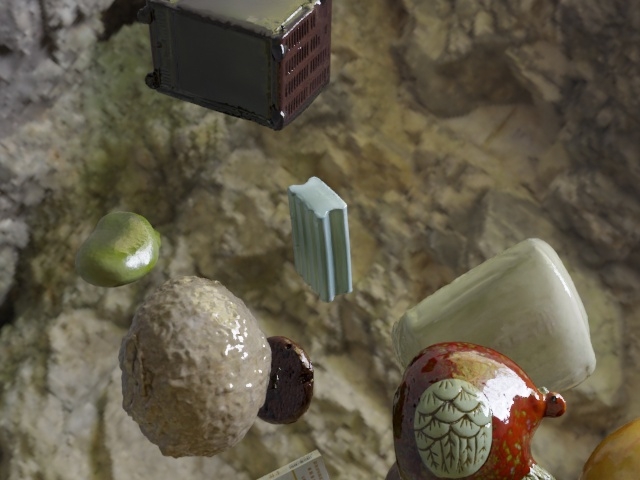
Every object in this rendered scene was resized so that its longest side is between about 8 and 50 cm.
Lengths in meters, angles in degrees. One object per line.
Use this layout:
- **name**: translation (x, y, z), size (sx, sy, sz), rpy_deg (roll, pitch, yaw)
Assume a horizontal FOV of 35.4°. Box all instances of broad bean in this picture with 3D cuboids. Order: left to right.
- **broad bean**: translation (-0.323, 0.018, 1.620), size (0.174, 0.124, 0.082), rpy_deg (-87, -178, -55)

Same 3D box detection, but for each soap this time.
- **soap**: translation (0.000, 0.000, 1.806), size (0.066, 0.119, 0.198), rpy_deg (-22, 131, -20)

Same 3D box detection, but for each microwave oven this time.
- **microwave oven**: translation (-0.122, -0.293, 1.524), size (0.178, 0.247, 0.188), rpy_deg (-49, 153, -44)

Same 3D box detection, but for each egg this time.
- **egg**: translation (-0.217, 0.215, 1.729), size (0.279, 0.279, 0.310), rpy_deg (124, -38, -68)

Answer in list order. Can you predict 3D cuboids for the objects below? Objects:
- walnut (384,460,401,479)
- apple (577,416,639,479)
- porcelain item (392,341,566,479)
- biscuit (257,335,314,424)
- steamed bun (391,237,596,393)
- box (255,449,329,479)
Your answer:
- **walnut**: translation (0.234, 0.512, 1.888), size (0.273, 0.227, 0.273), rpy_deg (-23, -139, 22)
- **apple**: translation (0.478, 0.365, 1.284), size (0.275, 0.299, 0.299), rpy_deg (-11, 160, -22)
- **porcelain item**: translation (0.219, 0.255, 1.358), size (0.253, 0.253, 0.253), rpy_deg (-53, 179, -2)
- **biscuit**: translation (-0.088, 0.294, 2.090), size (0.049, 0.192, 0.192), rpy_deg (10, 123, -49)
- **steamed bun**: translation (0.338, 0.204, 1.959), size (0.371, 0.290, 0.456), rpy_deg (-30, 172, 5)
- **box**: translation (-0.066, 0.461, 1.866), size (0.167, 0.090, 0.024), rpy_deg (-25, -146, -12)
